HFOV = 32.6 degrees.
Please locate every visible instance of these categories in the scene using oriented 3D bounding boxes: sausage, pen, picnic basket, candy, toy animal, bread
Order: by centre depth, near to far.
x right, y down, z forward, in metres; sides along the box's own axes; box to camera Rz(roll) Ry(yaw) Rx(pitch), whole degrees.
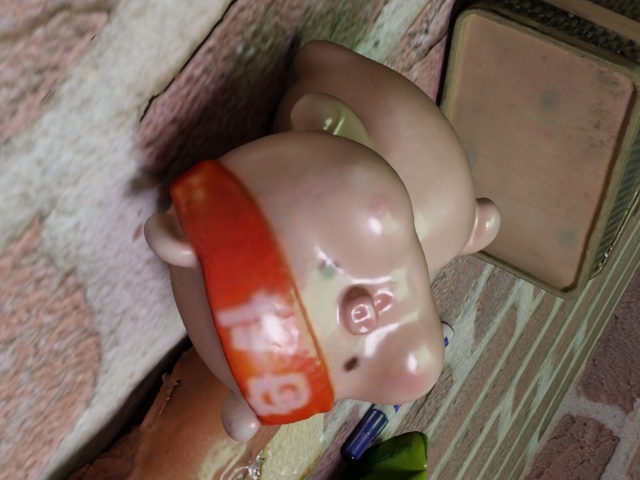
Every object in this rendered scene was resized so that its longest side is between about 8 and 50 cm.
[{"bbox_3d":[0.000,0.000,0.583,0.198,0.171,0.171,-52,157,-38],"label":"toy animal"},{"bbox_3d":[-0.069,0.109,0.648,0.327,0.079,0.087,-49,166,-30],"label":"sausage"},{"bbox_3d":[-0.028,0.132,0.826,0.129,0.044,0.126,7,101,-66],"label":"bread"},{"bbox_3d":[0.193,-0.101,0.901,0.139,0.165,0.267,-46,153,-37],"label":"picnic basket"},{"bbox_3d":[0.040,0.307,1.029,0.149,0.069,0.246,-38,-159,49],"label":"candy"},{"bbox_3d":[0.083,0.157,1.142,0.204,0.025,0.025,-47,154,-37],"label":"pen"}]
